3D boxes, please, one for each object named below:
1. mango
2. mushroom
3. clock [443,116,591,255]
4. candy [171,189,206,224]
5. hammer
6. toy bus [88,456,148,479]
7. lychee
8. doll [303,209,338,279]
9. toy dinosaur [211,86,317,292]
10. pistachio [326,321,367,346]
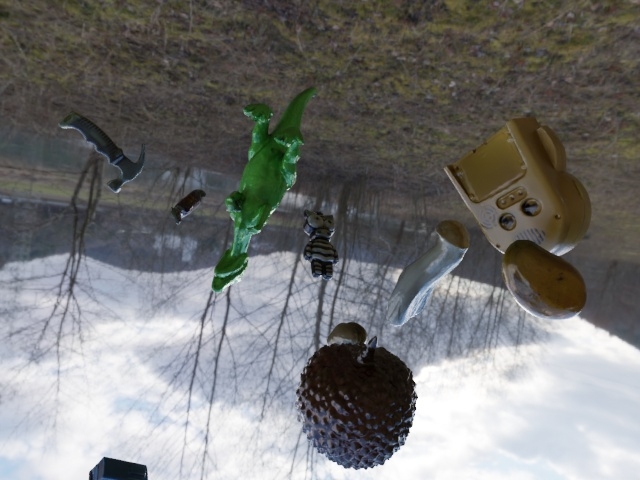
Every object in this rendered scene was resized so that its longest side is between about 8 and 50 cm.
[{"bbox_3d":[0.397,0.077,0.762,0.164,0.115,0.089,28,-167,-3],"label":"mango"},{"bbox_3d":[0.303,0.093,1.189,0.122,0.329,0.159,27,-150,-5],"label":"mushroom"},{"bbox_3d":[0.480,-0.103,1.015,0.200,0.317,0.244,-10,162,-37],"label":"clock"},{"bbox_3d":[-0.358,-0.096,1.143,0.045,0.043,0.175,45,-148,-12],"label":"candy"},{"bbox_3d":[-0.598,-0.261,1.168,0.226,0.159,0.041,46,165,-29],"label":"hammer"},{"bbox_3d":[-0.696,0.828,1.472,0.184,0.106,0.090,37,-174,-37],"label":"toy bus"},{"bbox_3d":[0.047,0.202,0.557,0.164,0.198,0.165,4,-164,-1],"label":"lychee"},{"bbox_3d":[0.000,0.000,1.071,0.090,0.220,0.067,11,139,-18],"label":"doll"},{"bbox_3d":[-0.098,-0.140,0.998,0.143,0.375,0.500,20,-149,8],"label":"toy dinosaur"},{"bbox_3d":[0.083,0.310,1.326,0.112,0.113,0.149,8,161,-27],"label":"pistachio"}]
